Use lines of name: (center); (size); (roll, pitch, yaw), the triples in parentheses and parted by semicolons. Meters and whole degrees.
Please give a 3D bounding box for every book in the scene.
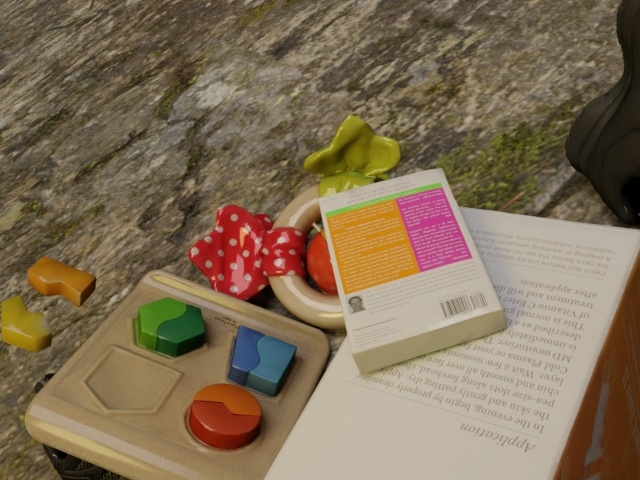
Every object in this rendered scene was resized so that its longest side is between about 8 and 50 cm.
book: (0.057, 0.013, 0.535); (0.096, 0.035, 0.144); (-18, 42, 6)

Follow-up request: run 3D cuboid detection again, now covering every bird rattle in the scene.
bird rattle: (0.000, 0.000, 0.834); (0.253, 0.143, 0.207); (-38, 59, -7)

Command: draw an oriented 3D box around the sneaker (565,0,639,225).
sneaker: (0.316, -0.129, 0.699); (0.109, 0.286, 0.130); (-9, 51, -8)

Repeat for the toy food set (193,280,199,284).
toy food set: (-0.145, 0.105, 0.878); (0.077, 0.019, 0.122); (-25, 50, 3)

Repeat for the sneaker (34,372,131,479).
sneaker: (-0.191, 0.134, 0.781); (0.087, 0.130, 0.228); (10, 56, 32)

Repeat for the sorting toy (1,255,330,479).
sorting toy: (-0.160, 0.105, 0.726); (0.307, 0.041, 0.229); (20, 36, 6)

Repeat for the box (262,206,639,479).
box: (0.098, 0.176, 0.534); (0.168, 0.215, 0.345); (10, 54, 35)
